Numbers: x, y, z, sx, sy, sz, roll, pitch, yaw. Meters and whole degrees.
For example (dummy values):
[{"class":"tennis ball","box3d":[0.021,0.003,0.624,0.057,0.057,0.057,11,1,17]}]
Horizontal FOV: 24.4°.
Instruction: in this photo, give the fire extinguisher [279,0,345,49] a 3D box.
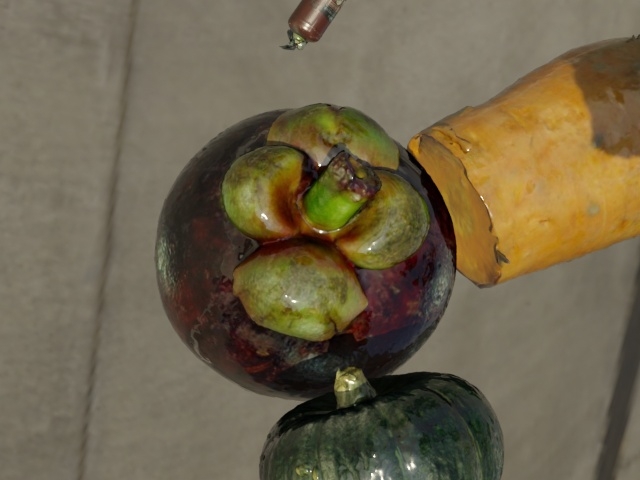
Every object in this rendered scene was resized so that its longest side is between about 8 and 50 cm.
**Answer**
[{"class":"fire extinguisher","box3d":[0.008,-0.274,1.661,0.158,0.043,0.064,-55,163,1]}]

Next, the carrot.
[{"class":"carrot","box3d":[0.278,-0.089,1.628,0.340,0.224,0.224,-26,131,-19]}]

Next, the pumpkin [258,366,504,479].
[{"class":"pumpkin","box3d":[0.046,0.178,1.229,0.211,0.211,0.152,6,68,-62]}]

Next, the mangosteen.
[{"class":"mangosteen","box3d":[-0.001,0.007,1.423,0.300,0.300,0.300,-36,134,-49]}]
